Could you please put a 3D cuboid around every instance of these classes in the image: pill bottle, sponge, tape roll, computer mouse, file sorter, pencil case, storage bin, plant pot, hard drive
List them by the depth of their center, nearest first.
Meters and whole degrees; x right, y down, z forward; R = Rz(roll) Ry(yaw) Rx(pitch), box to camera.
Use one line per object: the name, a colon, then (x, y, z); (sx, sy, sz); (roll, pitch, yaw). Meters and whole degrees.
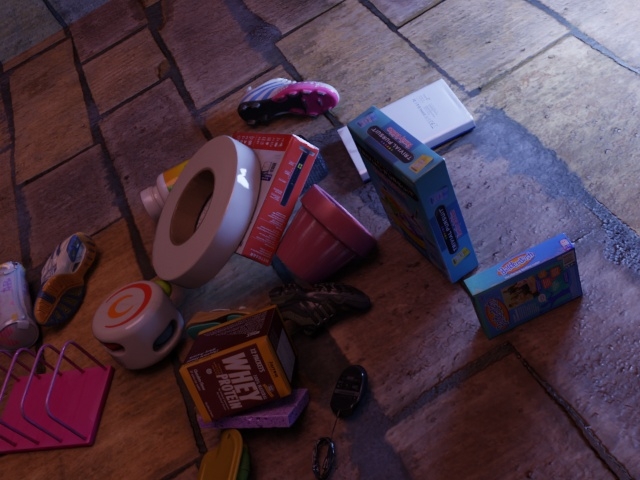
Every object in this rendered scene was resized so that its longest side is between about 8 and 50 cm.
computer mouse: (0.042, 0.363, 1.442); (0.071, 0.041, 0.242); (3, 60, 39)
sponge: (-0.138, 0.350, 1.500); (0.210, 0.031, 0.117); (-6, 15, 22)
plant pot: (0.000, 0.000, 1.674); (0.180, 0.201, 0.201); (-48, 46, 5)
file sorter: (-0.679, 0.363, 1.692); (0.290, 0.182, 0.202); (-10, 49, 19)
tape roll: (-0.287, -0.071, 1.770); (0.392, 0.072, 0.392); (-33, 44, 39)
hard drive: (0.221, -0.296, 1.911); (0.318, 0.040, 0.210); (-26, 45, 4)
storage bin: (-0.084, -0.185, 1.938); (0.180, 0.084, 0.122); (-38, 45, -7)
pencil case: (-0.848, 0.179, 1.981); (0.124, 0.113, 0.273); (-46, 45, 13)
pill bottle: (-0.370, -0.148, 2.010); (0.245, 0.136, 0.136); (-27, 45, 3)

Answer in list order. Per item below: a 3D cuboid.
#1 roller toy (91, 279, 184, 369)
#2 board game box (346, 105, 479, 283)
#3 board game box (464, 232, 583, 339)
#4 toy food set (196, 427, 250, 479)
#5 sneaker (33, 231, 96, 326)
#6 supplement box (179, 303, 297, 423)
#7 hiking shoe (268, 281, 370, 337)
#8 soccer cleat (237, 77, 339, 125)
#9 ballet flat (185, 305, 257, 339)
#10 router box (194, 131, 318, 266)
roller toy: (-0.436, 0.207, 1.730); (0.209, 0.146, 0.191); (-25, 34, 3)
board game box: (0.199, -0.095, 1.542); (0.079, 0.336, 0.254); (-36, 45, -6)
board game box: (0.399, 0.093, 1.406); (0.210, 0.160, 0.047); (-26, 45, 3)
toy food set: (-0.187, 0.488, 1.429); (0.128, 0.071, 0.218); (-27, 38, 38)
sneaker: (-0.724, 0.118, 1.999); (0.131, 0.112, 0.296); (-17, 42, 35)
supplement box: (-0.165, 0.254, 1.508); (0.191, 0.129, 0.194); (-20, 14, 8)
hiking shoe: (-0.002, 0.157, 1.614); (0.226, 0.114, 0.086); (1, 12, 2)
soccer cleat: (-0.097, -0.437, 2.138); (0.331, 0.116, 0.143); (-5, 51, 23)
ballet flat: (-0.209, 0.185, 1.690); (0.232, 0.080, 0.073); (-5, 35, 21)
router box: (-0.172, -0.114, 1.777); (0.335, 0.082, 0.301); (15, 81, 58)
